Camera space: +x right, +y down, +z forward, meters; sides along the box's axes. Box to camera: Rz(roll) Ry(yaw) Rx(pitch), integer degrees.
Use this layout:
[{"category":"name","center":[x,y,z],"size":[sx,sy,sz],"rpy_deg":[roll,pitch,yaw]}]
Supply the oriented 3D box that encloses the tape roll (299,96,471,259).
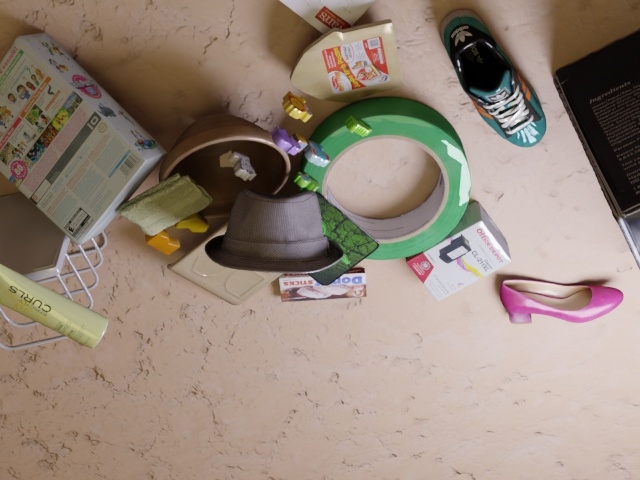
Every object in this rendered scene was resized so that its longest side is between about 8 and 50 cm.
[{"category":"tape roll","center":[0.121,-0.113,1.866],"size":[0.321,0.077,0.321],"rpy_deg":[-1,124,-1]}]

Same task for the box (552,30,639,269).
[{"category":"box","center":[0.652,-0.057,1.677],"size":[0.297,0.472,0.480],"rpy_deg":[-26,122,14]}]

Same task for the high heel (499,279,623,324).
[{"category":"high heel","center":[0.494,0.108,2.029],"size":[0.244,0.082,0.117],"rpy_deg":[-6,136,18]}]

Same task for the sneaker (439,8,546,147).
[{"category":"sneaker","center":[0.308,-0.261,1.738],"size":[0.108,0.121,0.302],"rpy_deg":[-32,120,20]}]

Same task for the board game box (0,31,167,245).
[{"category":"board game box","center":[-0.452,-0.176,1.720],"size":[0.303,0.097,0.224],"rpy_deg":[44,114,0]}]

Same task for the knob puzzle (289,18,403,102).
[{"category":"knob puzzle","center":[0.039,-0.310,1.728],"size":[0.213,0.030,0.213],"rpy_deg":[-7,149,-4]}]

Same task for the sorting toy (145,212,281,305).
[{"category":"sorting toy","center":[-0.182,0.011,1.916],"size":[0.229,0.041,0.307],"rpy_deg":[-33,141,19]}]

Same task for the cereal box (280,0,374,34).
[{"category":"cereal box","center":[0.037,-0.467,1.632],"size":[0.173,0.047,0.240],"rpy_deg":[33,118,-22]}]

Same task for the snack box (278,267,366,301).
[{"category":"snack box","center":[0.005,0.092,2.040],"size":[0.178,0.022,0.064],"rpy_deg":[-4,125,1]}]

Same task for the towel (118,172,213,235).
[{"category":"towel","center":[-0.273,-0.063,1.749],"size":[0.148,0.027,0.110],"rpy_deg":[-25,148,14]}]

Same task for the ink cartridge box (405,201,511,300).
[{"category":"ink cartridge box","center":[0.273,0.022,1.967],"size":[0.175,0.072,0.127],"rpy_deg":[-31,120,19]}]

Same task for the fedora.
[{"category":"fedora","center":[-0.077,-0.029,1.722],"size":[0.243,0.275,0.124],"rpy_deg":[5,99,9]}]

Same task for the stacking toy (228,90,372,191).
[{"category":"stacking toy","center":[-0.030,-0.158,1.706],"size":[0.221,0.052,0.167],"rpy_deg":[14,130,-46]}]

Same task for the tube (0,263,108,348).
[{"category":"tube","center":[-0.482,0.108,1.684],"size":[0.240,0.062,0.070],"rpy_deg":[31,87,-21]}]

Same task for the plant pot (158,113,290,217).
[{"category":"plant pot","center":[-0.181,-0.150,1.788],"size":[0.237,0.110,0.237],"rpy_deg":[-13,148,-8]}]

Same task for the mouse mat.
[{"category":"mouse mat","center":[0.000,0.000,1.889],"size":[0.152,0.007,0.189],"rpy_deg":[-38,119,23]}]

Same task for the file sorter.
[{"category":"file sorter","center":[-0.522,0.046,1.840],"size":[0.193,0.278,0.173],"rpy_deg":[-13,126,8]}]
